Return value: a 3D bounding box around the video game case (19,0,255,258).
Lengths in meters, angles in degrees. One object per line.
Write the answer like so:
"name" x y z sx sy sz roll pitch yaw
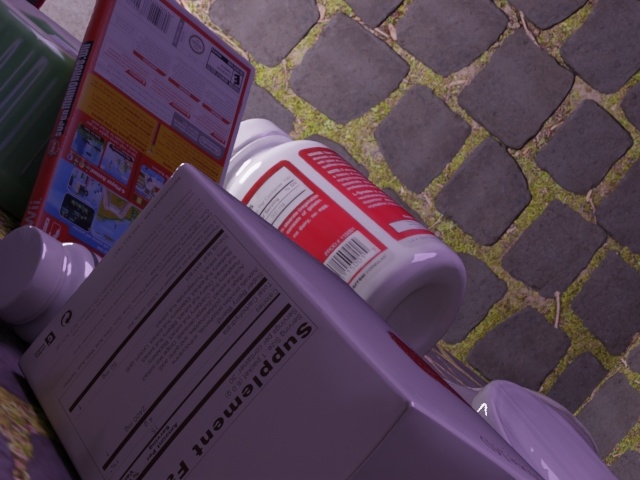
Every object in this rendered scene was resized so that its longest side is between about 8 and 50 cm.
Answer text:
"video game case" -0.162 -0.086 1.327 0.025 0.285 0.204 -2 -25 37

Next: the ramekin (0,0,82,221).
"ramekin" -0.288 -0.134 1.429 0.303 0.148 0.303 40 4 -3

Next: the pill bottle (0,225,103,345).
"pill bottle" -0.166 0.049 0.997 0.137 0.078 0.078 36 5 -40

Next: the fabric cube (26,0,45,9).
"fabric cube" -0.497 -0.419 1.927 0.258 0.259 0.254 40 5 2

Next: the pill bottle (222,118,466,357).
"pill bottle" 0.000 0.000 2.084 0.408 0.229 0.229 42 4 32

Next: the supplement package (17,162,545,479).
"supplement package" -0.022 0.117 0.843 0.177 0.175 0.293 38 4 -39

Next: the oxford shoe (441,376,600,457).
"oxford shoe" 0.159 0.225 1.482 0.449 0.169 0.130 26 9 -44

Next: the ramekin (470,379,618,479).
"ramekin" 0.194 0.265 1.273 0.273 0.127 0.273 44 15 -15

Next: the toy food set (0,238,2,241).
"toy food set" -0.264 -0.002 1.072 0.083 0.020 0.082 41 3 19
